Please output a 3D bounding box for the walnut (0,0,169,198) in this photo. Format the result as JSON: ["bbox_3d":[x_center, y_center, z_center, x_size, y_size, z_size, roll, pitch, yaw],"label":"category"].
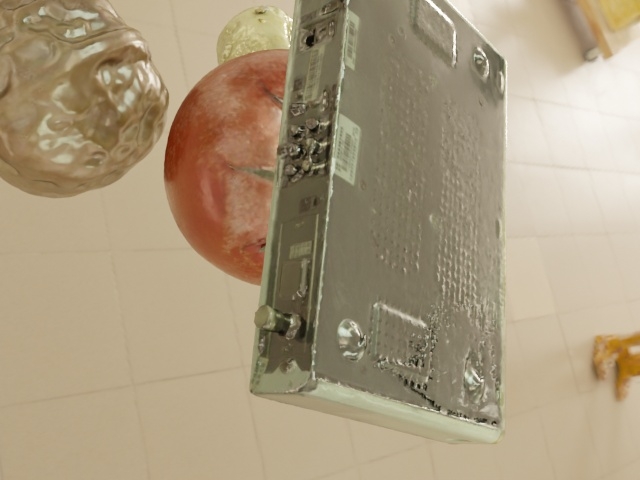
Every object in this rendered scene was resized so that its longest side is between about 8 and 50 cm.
[{"bbox_3d":[-0.327,-0.193,1.014,0.273,0.227,0.273,9,53,-12],"label":"walnut"}]

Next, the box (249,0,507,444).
[{"bbox_3d":[0.049,-0.030,0.456,0.211,0.045,0.270,28,61,-44],"label":"box"}]

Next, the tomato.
[{"bbox_3d":[-0.051,-0.082,0.904,0.265,0.265,0.265,19,60,-38],"label":"tomato"}]

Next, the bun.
[{"bbox_3d":[-0.076,-0.250,1.302,0.259,0.160,0.259,52,24,-34],"label":"bun"}]
